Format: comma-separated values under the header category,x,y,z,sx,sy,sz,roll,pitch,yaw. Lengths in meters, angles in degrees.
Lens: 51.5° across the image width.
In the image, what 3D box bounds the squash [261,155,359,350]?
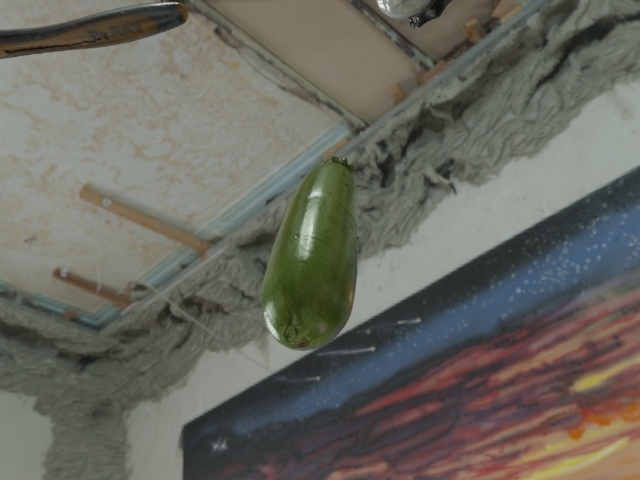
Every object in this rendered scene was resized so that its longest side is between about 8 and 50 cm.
category,x,y,z,sx,sy,sz,roll,pitch,yaw
squash,0.000,0.000,0.505,0.066,0.201,0.066,6,-49,7

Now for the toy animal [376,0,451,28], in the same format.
category,x,y,z,sx,sy,sz,roll,pitch,yaw
toy animal,0.028,-0.275,0.374,0.289,0.249,0.174,-2,-5,-30

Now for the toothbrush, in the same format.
category,x,y,z,sx,sy,sz,roll,pitch,yaw
toothbrush,-0.246,-0.134,0.465,0.320,0.031,0.023,-9,-34,7
